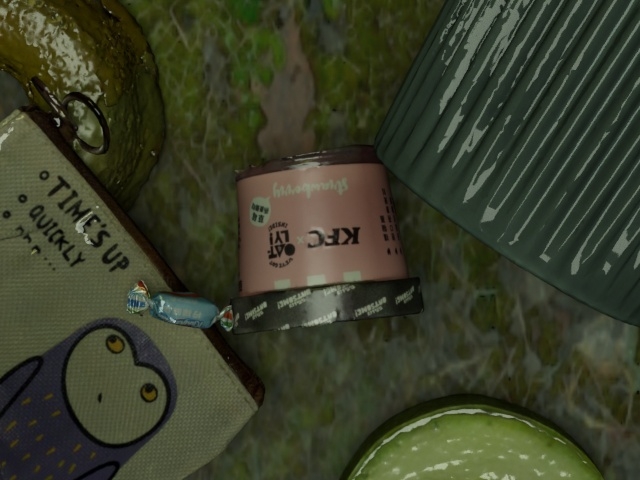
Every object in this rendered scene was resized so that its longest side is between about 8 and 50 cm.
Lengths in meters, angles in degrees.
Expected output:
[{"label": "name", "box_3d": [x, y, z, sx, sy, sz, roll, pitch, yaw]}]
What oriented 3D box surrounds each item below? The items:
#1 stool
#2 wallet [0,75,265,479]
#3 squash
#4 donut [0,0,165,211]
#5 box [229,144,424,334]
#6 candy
[{"label": "stool", "box_3d": [0.227, -0.138, 1.120, 0.297, 0.297, 0.330, 31, 100, -1]}, {"label": "wallet", "box_3d": [-0.209, 0.079, 1.171, 0.275, 0.068, 0.335, -39, 112, -10]}, {"label": "squash", "box_3d": [0.126, 0.256, 1.281, 0.252, 0.049, 0.252, 0, 97, 2]}, {"label": "donut", "box_3d": [-0.267, -0.101, 1.235, 0.272, 0.107, 0.272, 0, 96, 5]}, {"label": "box", "box_3d": [0.000, 0.000, 1.215, 0.151, 0.151, 0.135, -5, 87, 3]}, {"label": "candy", "box_3d": [-0.104, 0.049, 1.170, 0.083, 0.020, 0.030, 9, 93, -15]}]
